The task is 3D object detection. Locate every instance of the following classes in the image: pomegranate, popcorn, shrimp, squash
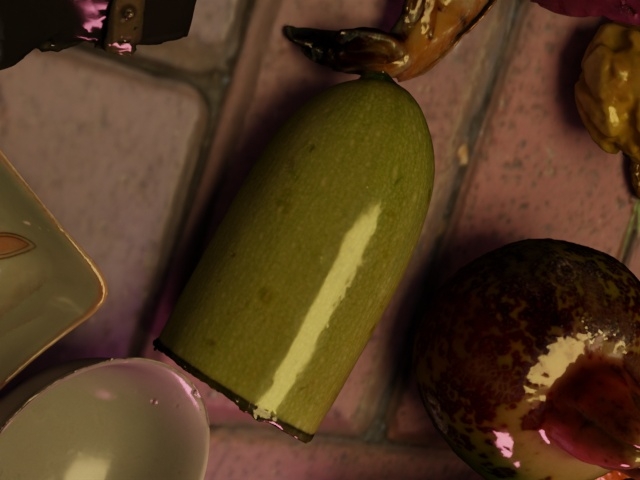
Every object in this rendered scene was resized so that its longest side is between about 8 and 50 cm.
[{"bbox_3d":[0.187,0.112,0.945,0.214,0.248,0.214,-6,112,-14],"label":"pomegranate"},{"bbox_3d":[0.296,-0.128,1.016,0.167,0.152,0.148,-12,70,-30],"label":"popcorn"},{"bbox_3d":[0.037,-0.195,0.833,0.289,0.075,0.178,-15,119,-48],"label":"shrimp"},{"bbox_3d":[0.000,0.000,0.826,0.132,0.132,0.247,32,86,-41],"label":"squash"}]

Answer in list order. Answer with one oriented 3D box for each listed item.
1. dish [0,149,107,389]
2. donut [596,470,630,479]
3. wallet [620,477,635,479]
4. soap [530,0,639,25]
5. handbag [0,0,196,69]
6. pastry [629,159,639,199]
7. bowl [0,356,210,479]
[{"bbox_3d":[-0.246,0.043,0.682,0.212,0.077,0.151,-45,127,-16],"label":"dish"},{"bbox_3d":[0.401,0.161,1.225,0.303,0.110,0.303,-14,114,-34],"label":"donut"},{"bbox_3d":[0.134,0.298,1.024,0.335,0.068,0.275,-5,143,-39],"label":"wallet"},{"bbox_3d":[0.275,-0.265,0.916,0.289,0.182,0.112,-28,124,-25],"label":"soap"},{"bbox_3d":[-0.186,-0.199,0.605,0.342,0.152,0.288,-26,133,-28],"label":"handbag"},{"bbox_3d":[0.337,-0.074,1.117,0.109,0.057,0.097,-12,112,-36],"label":"pastry"},{"bbox_3d":[-0.170,0.145,0.771,0.189,0.086,0.189,-23,125,-38],"label":"bowl"}]
